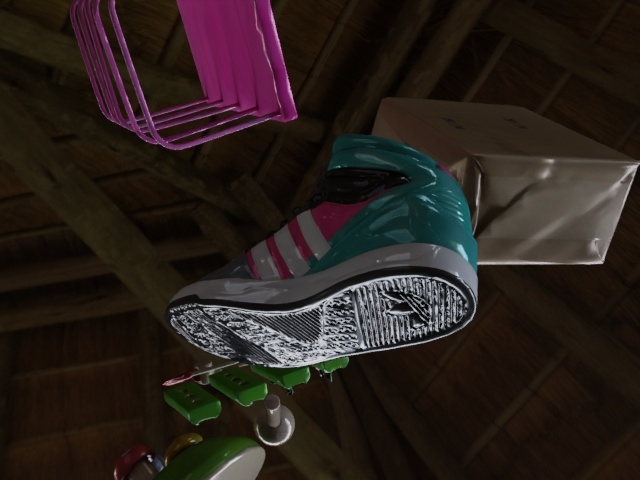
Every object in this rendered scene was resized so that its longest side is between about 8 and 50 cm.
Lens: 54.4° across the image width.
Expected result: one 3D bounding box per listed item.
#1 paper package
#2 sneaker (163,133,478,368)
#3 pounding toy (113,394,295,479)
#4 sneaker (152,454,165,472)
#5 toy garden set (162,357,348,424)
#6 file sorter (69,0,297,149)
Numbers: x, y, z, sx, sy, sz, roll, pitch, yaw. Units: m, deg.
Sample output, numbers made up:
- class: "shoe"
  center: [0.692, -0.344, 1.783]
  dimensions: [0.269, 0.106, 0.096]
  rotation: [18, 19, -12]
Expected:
- class: "paper package"
  center: [0.264, -0.105, 0.993]
  dimensions: [0.309, 0.325, 0.168]
  rotation: [-1, -63, -19]
- class: "sneaker"
  center: [0.000, 0.000, 0.540]
  dimensions: [0.295, 0.179, 0.124]
  rotation: [-13, -48, 34]
- class: "pounding toy"
  center: [-0.149, 0.257, 0.733]
  dimensions: [0.110, 0.183, 0.237]
  rotation: [38, -106, 22]
- class: "sneaker"
  center: [-0.371, 0.478, 1.049]
  dimensions: [0.122, 0.110, 0.283]
  rotation: [36, -106, -3]
- class: "toy garden set"
  center: [-0.110, 0.207, 0.925]
  dimensions: [0.244, 0.203, 0.049]
  rotation: [-14, -81, -30]
- class: "file sorter"
  center: [-0.193, -0.242, 0.801]
  dimensions: [0.182, 0.290, 0.202]
  rotation: [-23, -65, -22]
